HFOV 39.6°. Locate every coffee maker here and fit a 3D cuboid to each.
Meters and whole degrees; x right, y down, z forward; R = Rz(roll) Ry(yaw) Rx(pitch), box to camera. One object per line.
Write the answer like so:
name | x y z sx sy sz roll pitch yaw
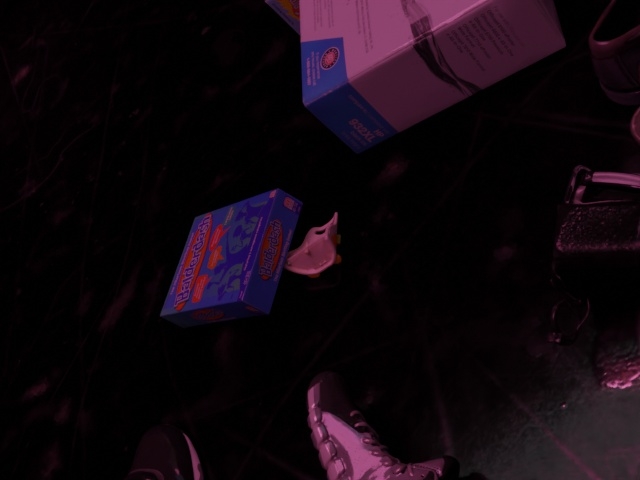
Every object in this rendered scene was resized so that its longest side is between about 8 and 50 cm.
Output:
coffee maker | 0.310 0.016 0.791 0.178 0.120 0.171 1 86 44

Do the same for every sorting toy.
sorting toy | 0.000 0.000 1.130 0.083 0.045 0.075 -33 30 37

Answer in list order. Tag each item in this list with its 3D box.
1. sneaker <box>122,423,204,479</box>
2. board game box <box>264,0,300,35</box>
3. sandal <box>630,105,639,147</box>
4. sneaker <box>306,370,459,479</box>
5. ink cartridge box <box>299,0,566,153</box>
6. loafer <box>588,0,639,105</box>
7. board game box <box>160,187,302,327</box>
sneaker | -0.217 0.336 1.025 0.107 0.124 0.283 -21 50 31
board game box | 0.067 -0.415 1.281 0.275 0.144 0.142 -27 47 27
sandal | 0.383 -0.097 0.826 0.090 0.060 0.219 -50 41 2
sneaker | 0.071 0.218 0.885 0.132 0.086 0.228 -28 56 19
ink cartridge box | 0.132 -0.284 1.138 0.307 0.129 0.223 -25 47 28
loafer | 0.383 -0.287 0.934 0.109 0.095 0.302 27 82 49
board game box | -0.122 0.028 1.185 0.210 0.047 0.160 -16 52 51
